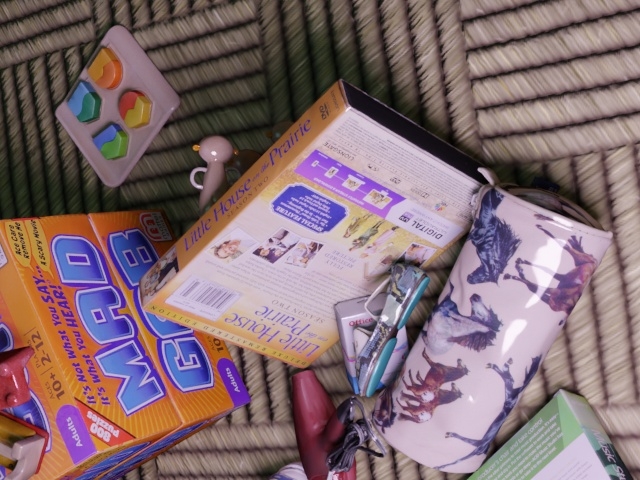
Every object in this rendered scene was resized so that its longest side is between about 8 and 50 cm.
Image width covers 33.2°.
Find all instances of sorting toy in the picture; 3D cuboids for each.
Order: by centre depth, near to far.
[{"bbox_3d":[-0.347,-0.223,1.792,0.208,0.038,0.193,-47,70,26],"label":"sorting toy"}]

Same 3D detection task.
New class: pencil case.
[{"bbox_3d":[0.208,0.115,1.402,0.183,0.159,0.410,36,111,28],"label":"pencil case"}]

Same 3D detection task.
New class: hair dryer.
[{"bbox_3d":[0.030,0.277,1.526,0.293,0.080,0.224,-138,49,-56],"label":"hair dryer"}]

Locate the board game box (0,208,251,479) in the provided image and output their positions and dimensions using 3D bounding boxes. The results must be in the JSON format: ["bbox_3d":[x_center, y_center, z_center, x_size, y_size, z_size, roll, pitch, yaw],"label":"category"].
[{"bbox_3d":[-0.402,0.197,1.673,0.356,0.356,0.356,-33,77,29],"label":"board game box"}]

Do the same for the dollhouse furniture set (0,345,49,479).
[{"bbox_3d":[-0.519,0.160,1.471,0.374,0.152,0.201,22,106,11],"label":"dollhouse furniture set"}]

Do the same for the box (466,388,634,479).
[{"bbox_3d":[0.308,0.382,1.337,0.232,0.058,0.322,-50,41,25],"label":"box"}]

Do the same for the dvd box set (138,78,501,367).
[{"bbox_3d":[0.000,0.000,1.449,0.420,0.307,0.062,-43,42,28],"label":"dvd box set"}]

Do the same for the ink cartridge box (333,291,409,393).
[{"bbox_3d":[0.075,0.143,1.506,0.088,0.052,0.123,-14,109,-6],"label":"ink cartridge box"}]

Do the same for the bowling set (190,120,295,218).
[{"bbox_3d":[-0.066,-0.084,1.555,0.200,0.286,0.154,164,107,-68],"label":"bowling set"}]

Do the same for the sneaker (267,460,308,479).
[{"bbox_3d":[-0.007,0.478,1.582,0.112,0.131,0.297,-35,77,27],"label":"sneaker"}]

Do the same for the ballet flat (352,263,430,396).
[{"bbox_3d":[0.080,0.116,1.441,0.070,0.070,0.188,26,87,28],"label":"ballet flat"}]
